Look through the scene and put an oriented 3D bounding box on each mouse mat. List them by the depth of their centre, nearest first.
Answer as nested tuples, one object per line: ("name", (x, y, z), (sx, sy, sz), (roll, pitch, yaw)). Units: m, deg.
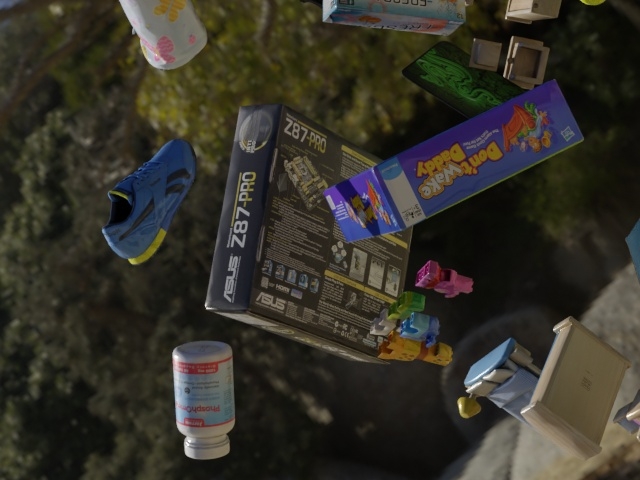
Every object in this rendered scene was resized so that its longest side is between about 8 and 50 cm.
("mouse mat", (0.236, -0.243, 2.141), (0.152, 0.190, 0.007), (-42, -20, -46))

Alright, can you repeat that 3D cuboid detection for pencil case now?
("pencil case", (-0.276, -0.403, 2.178), (0.113, 0.124, 0.273), (-45, -36, -17))

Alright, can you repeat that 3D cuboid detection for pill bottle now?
("pill bottle", (-0.169, 0.233, 1.978), (0.087, 0.160, 0.087), (-2, 10, 0))

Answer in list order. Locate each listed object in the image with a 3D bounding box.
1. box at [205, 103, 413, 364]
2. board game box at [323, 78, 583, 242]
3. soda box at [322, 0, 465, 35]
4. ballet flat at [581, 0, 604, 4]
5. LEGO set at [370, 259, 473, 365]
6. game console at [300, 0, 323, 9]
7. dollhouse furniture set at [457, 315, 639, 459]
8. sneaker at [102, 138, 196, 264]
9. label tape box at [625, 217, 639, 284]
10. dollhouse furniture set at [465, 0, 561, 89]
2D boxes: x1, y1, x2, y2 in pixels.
("box", (0.000, 0.000, 2.103), (0.097, 0.318, 0.395), (2, -13, 37))
("board game box", (0.147, -0.088, 1.646), (0.233, 0.078, 0.347), (-26, 2, -8))
("soda box", (0.097, -0.313, 1.773), (0.183, 0.063, 0.058), (3, -12, -17))
("ballet flat", (0.400, -0.476, 2.061), (0.077, 0.231, 0.077), (-6, -10, 2))
("LEGO set", (0.145, 0.119, 1.839), (0.227, 0.093, 0.087), (128, 155, -61))
("game console", (0.051, -0.496, 2.296), (0.044, 0.213, 0.361), (111, 179, -46))
("dollhouse furniture set", (0.403, 0.323, 2.337), (0.303, 0.286, 0.198), (-43, 13, 52))
("sneaker", (-0.227, -0.069, 1.791), (0.069, 0.082, 0.209), (-13, 43, 38))
("label tape box", (0.586, -0.026, 1.976), (0.106, 0.240, 0.333), (10, 50, 39))
("dollhouse furniture set", (0.200, -0.425, 2.195), (0.174, 0.356, 0.303), (-127, 47, -81))
